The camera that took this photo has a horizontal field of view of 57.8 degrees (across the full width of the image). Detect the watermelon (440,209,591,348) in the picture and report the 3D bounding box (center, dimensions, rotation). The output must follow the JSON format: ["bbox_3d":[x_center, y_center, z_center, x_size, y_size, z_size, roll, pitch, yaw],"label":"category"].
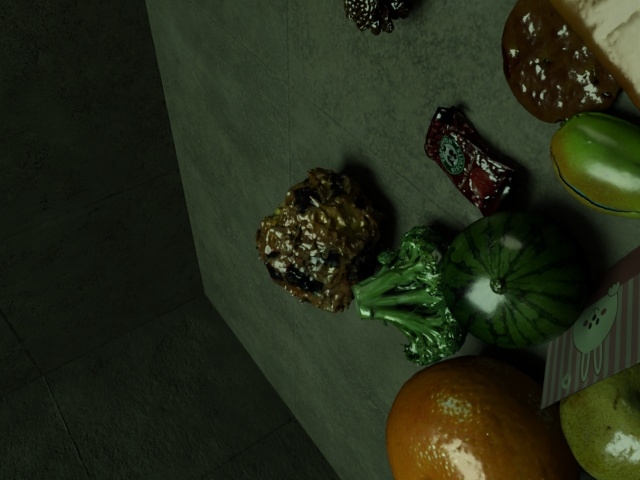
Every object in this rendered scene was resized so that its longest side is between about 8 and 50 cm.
[{"bbox_3d":[0.325,0.066,0.981,0.242,0.242,0.242,45,150,35],"label":"watermelon"}]

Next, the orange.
[{"bbox_3d":[0.343,0.446,1.238,0.424,0.326,0.424,28,125,48],"label":"orange"}]

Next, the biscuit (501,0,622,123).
[{"bbox_3d":[0.348,-0.269,0.847,0.212,0.036,0.212,43,148,35],"label":"biscuit"}]

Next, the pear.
[{"bbox_3d":[0.493,0.295,0.926,0.211,0.188,0.228,102,168,-48],"label":"pear"}]

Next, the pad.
[{"bbox_3d":[0.439,0.142,0.935,0.005,0.202,0.299,20,149,0],"label":"pad"}]

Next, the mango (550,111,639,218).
[{"bbox_3d":[0.424,-0.090,0.799,0.233,0.111,0.125,37,159,23],"label":"mango"}]

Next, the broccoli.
[{"bbox_3d":[0.207,0.123,1.263,0.308,0.275,0.307,173,90,-84],"label":"broccoli"}]

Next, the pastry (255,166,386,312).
[{"bbox_3d":[0.005,0.015,1.516,0.337,0.292,0.405,51,146,0],"label":"pastry"}]

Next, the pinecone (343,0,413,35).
[{"bbox_3d":[0.109,-0.440,1.041,0.140,0.121,0.140,47,152,35],"label":"pinecone"}]

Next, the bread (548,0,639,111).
[{"bbox_3d":[0.396,-0.261,0.685,0.361,0.077,0.138,57,140,12],"label":"bread"}]

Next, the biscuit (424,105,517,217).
[{"bbox_3d":[0.278,-0.137,1.085,0.235,0.063,0.151,54,154,24],"label":"biscuit"}]
